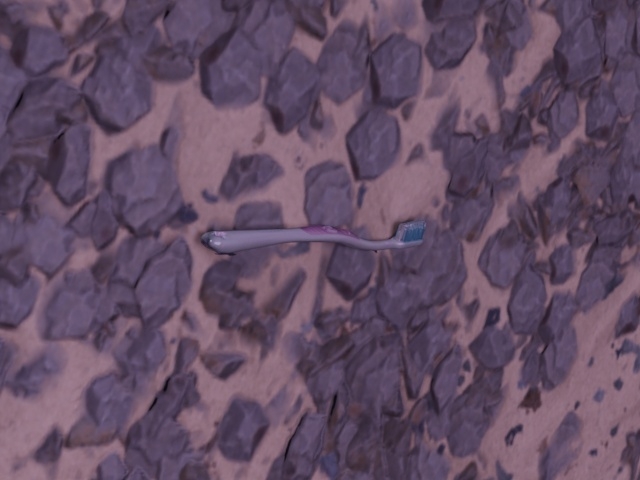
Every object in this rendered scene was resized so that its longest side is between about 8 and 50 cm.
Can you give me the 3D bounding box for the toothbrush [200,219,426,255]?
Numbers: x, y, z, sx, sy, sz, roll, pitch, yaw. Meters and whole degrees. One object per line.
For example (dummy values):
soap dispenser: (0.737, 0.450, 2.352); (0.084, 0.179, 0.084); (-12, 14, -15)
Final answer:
toothbrush: (0.000, 0.000, 1.112); (0.204, 0.017, 0.022); (-3, 115, -46)
